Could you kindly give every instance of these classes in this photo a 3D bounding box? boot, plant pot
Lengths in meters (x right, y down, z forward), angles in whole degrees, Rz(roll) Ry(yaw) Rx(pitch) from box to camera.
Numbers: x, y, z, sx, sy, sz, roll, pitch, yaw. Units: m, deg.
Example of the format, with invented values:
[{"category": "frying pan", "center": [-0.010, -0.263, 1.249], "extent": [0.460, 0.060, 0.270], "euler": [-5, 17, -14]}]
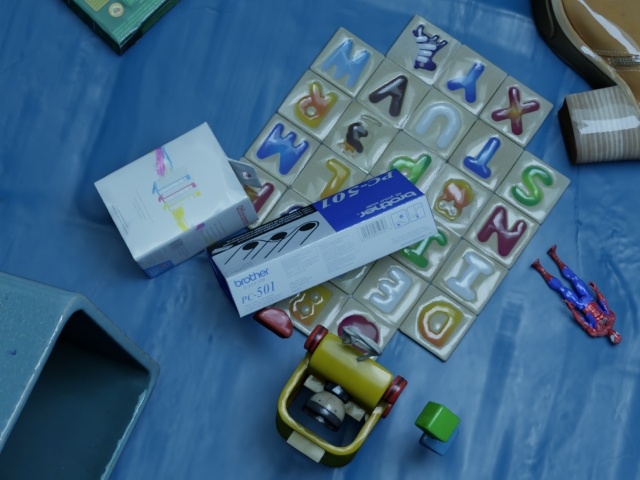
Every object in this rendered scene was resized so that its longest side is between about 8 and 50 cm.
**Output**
[{"category": "boot", "center": [0.334, -0.223, 1.848], "extent": [0.220, 0.109, 0.283], "euler": [-11, 80, -4]}, {"category": "plant pot", "center": [-0.337, 0.149, 1.676], "extent": [0.252, 0.247, 0.248], "euler": [21, 76, 20]}]

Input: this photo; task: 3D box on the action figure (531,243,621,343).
[{"category": "action figure", "center": [0.258, 0.057, 1.824], "extent": [0.038, 0.030, 0.115], "euler": [-39, 83, -15]}]

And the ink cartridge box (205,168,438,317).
[{"category": "ink cartridge box", "center": [0.000, 0.000, 1.776], "extent": [0.207, 0.097, 0.046], "euler": [-23, 112, -8]}]

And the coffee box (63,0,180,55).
[{"category": "coffee box", "center": [-0.228, -0.290, 1.875], "extent": [0.184, 0.040, 0.113], "euler": [43, 78, 7]}]

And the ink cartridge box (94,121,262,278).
[{"category": "ink cartridge box", "center": [-0.131, -0.042, 1.789], "extent": [0.143, 0.092, 0.090], "euler": [-29, 77, -3]}]

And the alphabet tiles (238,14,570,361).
[{"category": "alphabet tiles", "center": [0.071, -0.049, 1.848], "extent": [0.285, 0.011, 0.342], "euler": [35, 78, 5]}]

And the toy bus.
[{"category": "toy bus", "center": [0.010, 0.154, 1.711], "extent": [0.202, 0.191, 0.104], "euler": [43, 75, -38]}]
